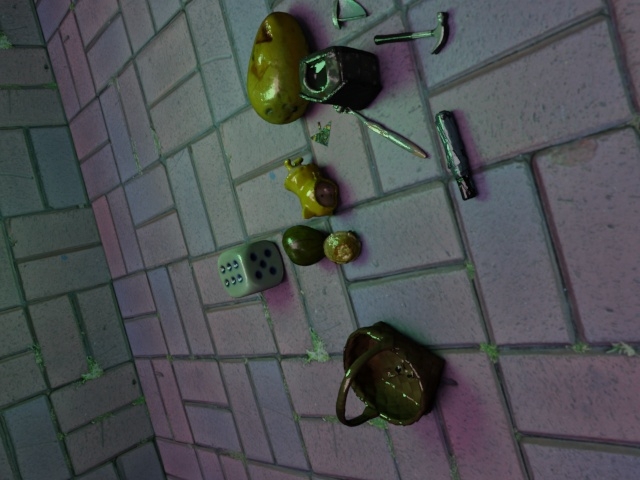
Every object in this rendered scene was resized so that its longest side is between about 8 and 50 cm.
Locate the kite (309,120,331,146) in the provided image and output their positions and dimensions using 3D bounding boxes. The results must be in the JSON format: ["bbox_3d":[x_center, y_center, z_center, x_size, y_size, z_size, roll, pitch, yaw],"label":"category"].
[{"bbox_3d":[0.004,-0.355,1.854,0.122,0.004,0.090,-22,86,47],"label":"kite"}]

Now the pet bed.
[{"bbox_3d":[0.054,-0.458,1.612,0.183,0.211,0.159,-4,94,39],"label":"pet bed"}]

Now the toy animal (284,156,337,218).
[{"bbox_3d":[-0.040,-0.177,1.850,0.156,0.156,0.229,-44,68,44],"label":"toy animal"}]

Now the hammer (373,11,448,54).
[{"bbox_3d":[0.244,-0.559,1.526,0.247,0.029,0.102,11,109,46],"label":"hammer"}]

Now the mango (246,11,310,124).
[{"bbox_3d":[-0.132,-0.567,1.822,0.253,0.182,0.364,4,94,49],"label":"mango"}]

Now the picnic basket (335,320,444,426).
[{"bbox_3d":[0.168,0.431,1.690,0.337,0.337,0.292,28,121,38],"label":"picnic basket"}]

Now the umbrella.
[{"bbox_3d":[0.359,-0.228,1.483,0.053,0.052,0.250,-17,88,47],"label":"umbrella"}]

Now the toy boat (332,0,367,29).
[{"bbox_3d":[0.092,-0.687,1.650,0.122,0.034,0.096,7,107,36],"label":"toy boat"}]

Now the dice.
[{"bbox_3d":[-0.272,0.110,2.147,0.193,0.192,0.193,-16,92,49],"label":"dice"}]

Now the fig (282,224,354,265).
[{"bbox_3d":[0.000,0.000,1.910,0.260,0.151,0.151,-15,91,14],"label":"fig"}]

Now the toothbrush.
[{"bbox_3d":[0.175,-0.336,1.663,0.375,0.037,0.028,37,129,30],"label":"toothbrush"}]

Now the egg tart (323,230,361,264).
[{"bbox_3d":[0.071,0.031,1.820,0.129,0.049,0.128,1,120,2],"label":"egg tart"}]
